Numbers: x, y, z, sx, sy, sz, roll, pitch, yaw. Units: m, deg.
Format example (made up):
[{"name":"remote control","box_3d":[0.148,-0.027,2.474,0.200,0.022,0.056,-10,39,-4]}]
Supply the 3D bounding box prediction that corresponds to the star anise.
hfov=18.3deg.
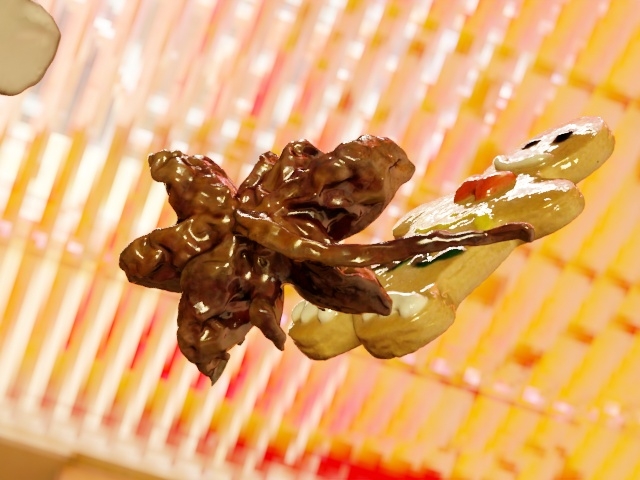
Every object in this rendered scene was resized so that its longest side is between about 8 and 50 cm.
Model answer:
[{"name":"star anise","box_3d":[0.000,0.000,0.809,0.070,0.191,0.097,45,45,-57]}]

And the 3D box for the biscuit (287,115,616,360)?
[{"name":"biscuit","box_3d":[0.084,-0.008,1.165,0.240,0.035,0.158,-41,-161,-32]}]

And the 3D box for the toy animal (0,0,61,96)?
[{"name":"toy animal","box_3d":[-0.272,-0.163,1.037,0.265,0.206,0.271,36,-65,45]}]
